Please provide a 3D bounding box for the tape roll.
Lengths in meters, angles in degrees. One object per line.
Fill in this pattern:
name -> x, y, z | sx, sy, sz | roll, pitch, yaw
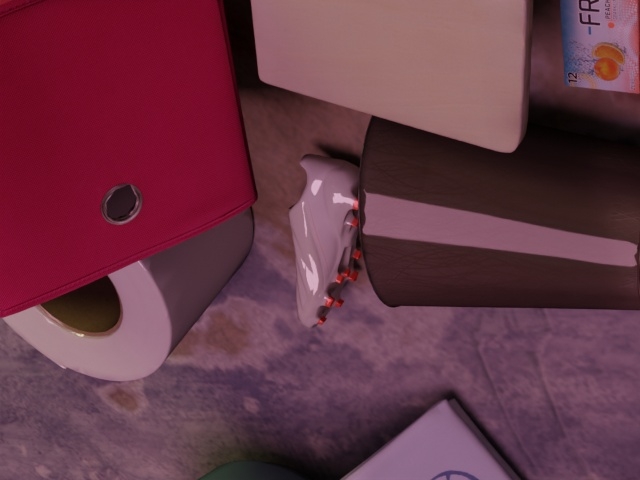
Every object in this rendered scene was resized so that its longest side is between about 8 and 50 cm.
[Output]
tape roll -> -0.213, -0.003, 1.361 | 0.246, 0.169, 0.246 | 19, 136, 19

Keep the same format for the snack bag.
snack bag -> 0.098, 0.380, 1.447 | 0.342, 0.037, 0.323 | -39, 106, 6

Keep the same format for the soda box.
soda box -> 0.211, -0.200, 0.986 | 0.063, 0.058, 0.183 | 11, 131, 26

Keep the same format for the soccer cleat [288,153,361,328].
soccer cleat -> 0.000, 0.000, 1.305 | 0.076, 0.068, 0.196 | 28, 130, 17

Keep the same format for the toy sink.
toy sink -> 0.076, -0.189, 1.034 | 0.234, 0.131, 0.153 | 19, 135, 26

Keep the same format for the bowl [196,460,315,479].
bowl -> -0.068, 0.385, 1.614 | 0.311, 0.163, 0.312 | 18, 134, 20

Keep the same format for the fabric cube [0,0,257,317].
fabric cube -> -0.231, -0.142, 1.126 | 0.259, 0.254, 0.258 | 41, 148, 45

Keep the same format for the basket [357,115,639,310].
basket -> 0.166, -0.021, 1.113 | 0.226, 0.154, 0.204 | 7, 132, 24
